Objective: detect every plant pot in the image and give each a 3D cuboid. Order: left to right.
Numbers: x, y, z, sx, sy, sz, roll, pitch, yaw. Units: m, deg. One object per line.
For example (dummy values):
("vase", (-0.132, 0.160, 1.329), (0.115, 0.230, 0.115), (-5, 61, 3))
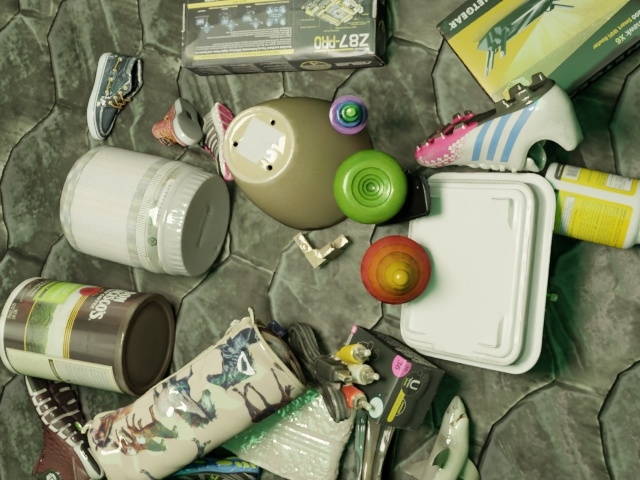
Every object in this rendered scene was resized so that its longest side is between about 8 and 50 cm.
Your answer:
("plant pot", (-0.061, -0.152, 1.492), (0.256, 0.274, 0.257), (-1, 87, 18))

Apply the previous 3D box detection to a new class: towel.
("towel", (-0.077, 0.343, 1.598), (0.282, 0.049, 0.187), (19, 95, 17))

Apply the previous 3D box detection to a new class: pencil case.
("pencil case", (-0.231, 0.297, 1.521), (0.410, 0.160, 0.184), (-33, 82, 6))

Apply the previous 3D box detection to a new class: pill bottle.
("pill bottle", (0.474, -0.053, 1.396), (0.208, 0.119, 0.119), (15, 93, 18))

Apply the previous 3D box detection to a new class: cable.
("cable", (0.017, 0.230, 1.496), (0.072, 0.287, 0.140), (-1, 98, -22))

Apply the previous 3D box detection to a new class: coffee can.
("coffee can", (-0.455, 0.187, 1.645), (0.275, 0.201, 0.202), (6, 90, 18))

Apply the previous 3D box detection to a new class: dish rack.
("dish rack", (0.249, 0.047, 1.430), (0.285, 0.072, 0.333), (5, 91, 45))

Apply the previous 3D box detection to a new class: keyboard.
("keyboard", (0.148, -0.083, 1.495), (0.038, 0.192, 0.100), (-8, 89, -26))

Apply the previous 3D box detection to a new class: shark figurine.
("shark figurine", (0.173, 0.418, 1.465), (0.116, 0.278, 0.166), (-2, 119, 49))

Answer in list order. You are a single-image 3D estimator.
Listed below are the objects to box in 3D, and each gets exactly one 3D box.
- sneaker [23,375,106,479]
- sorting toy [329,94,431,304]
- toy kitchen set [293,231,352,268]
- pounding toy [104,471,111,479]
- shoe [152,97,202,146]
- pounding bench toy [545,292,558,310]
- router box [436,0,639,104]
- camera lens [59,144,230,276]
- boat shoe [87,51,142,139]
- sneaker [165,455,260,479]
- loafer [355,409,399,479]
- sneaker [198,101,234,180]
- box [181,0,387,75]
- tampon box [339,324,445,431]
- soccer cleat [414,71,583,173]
("sneaker", (-0.562, 0.405, 1.727), (0.162, 0.106, 0.281), (-42, 75, 18))
("sorting toy", (0.092, -0.063, 1.370), (0.127, 0.126, 0.366), (-17, 95, 2))
("toy kitchen set", (0.000, 0.000, 1.574), (0.083, 0.068, 0.075), (-38, 77, 13))
("pounding toy", (-0.351, 0.506, 1.657), (0.181, 0.094, 0.206), (-29, 79, 15))
("shoe", (-0.282, -0.211, 1.636), (0.063, 0.178, 0.081), (37, 108, -28))
("pounding bench toy", (0.365, 0.104, 1.461), (0.065, 0.052, 0.083), (46, 101, 14))
("router box", (0.396, -0.370, 1.452), (0.308, 0.081, 0.243), (-38, 78, 13))
("camera lens", (-0.339, -0.057, 1.606), (0.274, 0.219, 0.220), (13, 92, 18))
("boat shoe", (-0.421, -0.295, 1.722), (0.083, 0.065, 0.184), (9, 90, 19))
("sneaker", (-0.209, 0.454, 1.598), (0.188, 0.067, 0.078), (5, 98, -14))
("loafer", (0.106, 0.433, 1.515), (0.084, 0.096, 0.268), (-1, 86, 12))
("sneaker", (-0.201, -0.184, 1.642), (0.074, 0.063, 0.171), (-28, 63, 31))
("box", (-0.070, -0.487, 1.601), (0.394, 0.097, 0.319), (0, 86, 18))
("tampon box", (0.114, 0.240, 1.472), (0.161, 0.101, 0.121), (29, 98, 55))
("soccer cleat", (0.290, -0.157, 1.406), (0.143, 0.116, 0.331), (54, 147, -9))
